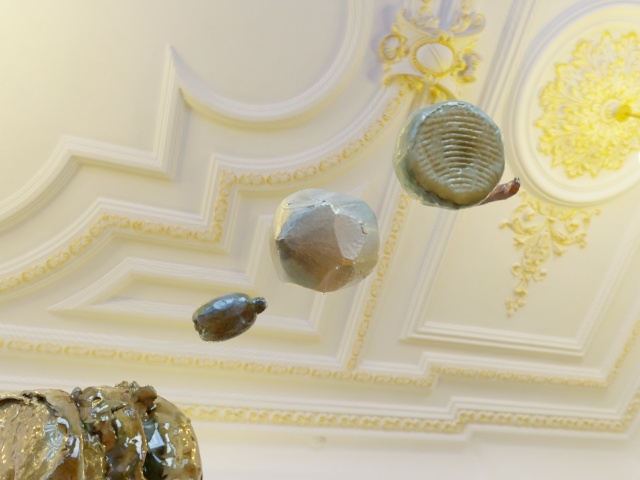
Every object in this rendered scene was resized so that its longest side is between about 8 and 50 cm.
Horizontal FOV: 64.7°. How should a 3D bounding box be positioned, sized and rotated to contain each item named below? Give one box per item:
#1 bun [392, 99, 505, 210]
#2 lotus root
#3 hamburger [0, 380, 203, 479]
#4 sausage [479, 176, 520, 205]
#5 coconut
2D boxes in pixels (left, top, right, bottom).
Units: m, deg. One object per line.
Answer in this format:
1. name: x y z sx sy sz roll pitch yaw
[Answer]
1. bun: 0.213 -0.142 0.870 0.195 0.118 0.196 0 -89 -17
2. lotus root: -0.226 0.189 1.282 0.191 0.088 0.113 -20 -90 -12
3. hamburger: -0.232 0.243 0.477 0.211 0.260 0.245 31 -84 -44
4. sausage: 0.363 -0.100 1.085 0.036 0.158 0.042 -37 -79 -30
5. coconut: 0.002 0.001 0.748 0.162 0.161 0.161 -12 -57 -52
